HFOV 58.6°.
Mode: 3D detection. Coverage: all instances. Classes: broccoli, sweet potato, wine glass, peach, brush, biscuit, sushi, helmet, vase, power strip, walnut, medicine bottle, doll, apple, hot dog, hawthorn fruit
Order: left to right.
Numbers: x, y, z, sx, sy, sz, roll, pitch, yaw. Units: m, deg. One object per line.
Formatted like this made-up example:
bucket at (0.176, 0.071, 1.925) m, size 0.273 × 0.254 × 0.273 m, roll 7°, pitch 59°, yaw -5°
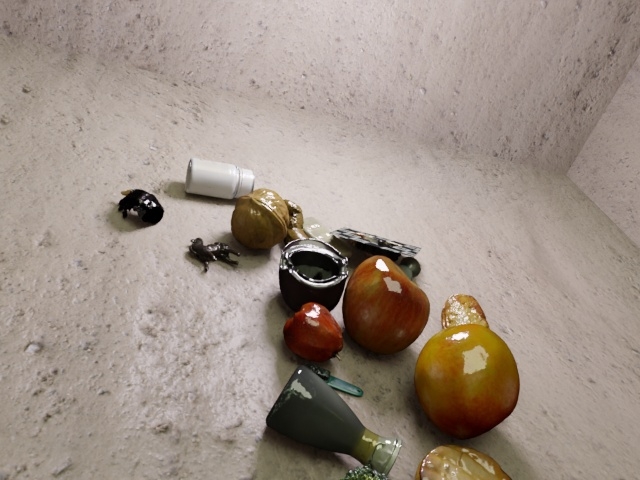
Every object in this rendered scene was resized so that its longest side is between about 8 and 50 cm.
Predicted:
doll at (-0.372, 0.036, 1.944) m, size 0.139 × 0.057 × 0.165 m, roll -12°, pitch 39°, yaw -38°
medicine bottle at (-0.399, -0.240, 2.266) m, size 0.258 × 0.143 × 0.143 m, roll 8°, pitch 34°, yaw -19°
walnut at (-0.217, -0.078, 2.042) m, size 0.228 × 0.228 × 0.228 m, roll 15°, pitch 32°, yaw -9°
sweet potato at (-0.081, -0.019, 2.128) m, size 0.098 × 0.124 × 0.310 m, roll 14°, pitch 39°, yaw -56°
helmet at (-0.029, 0.133, 1.876) m, size 0.225 × 0.177 × 0.305 m, roll 6°, pitch 24°, yaw -5°
hawthorn fruit at (-0.022, 0.278, 1.689) m, size 0.179 × 0.173 × 0.173 m, roll 39°, pitch 25°, yaw -22°
power strip at (0.000, 0.000, 2.199) m, size 0.105 × 0.070 × 0.257 m, roll -15°, pitch 45°, yaw -45°
brush at (0.036, 0.399, 1.639) m, size 0.193 × 0.032 × 0.043 m, roll 20°, pitch 31°, yaw 2°
vase at (0.036, 0.468, 1.425) m, size 0.321 × 0.173 × 0.173 m, roll 32°, pitch 33°, yaw 6°
broccoli at (0.111, 0.603, 1.292) m, size 0.155 × 0.167 × 0.160 m, roll 8°, pitch 47°, yaw 41°
sushi at (0.214, 0.034, 2.228) m, size 0.339 × 0.068 × 0.320 m, roll 16°, pitch 9°, yaw 11°
apple at (0.195, 0.218, 1.819) m, size 0.302 × 0.301 × 0.301 m, roll 15°, pitch 32°, yaw -9°
wine glass at (0.302, 0.134, 2.144) m, size 0.093 × 0.093 × 0.202 m, roll 31°, pitch 33°, yaw 17°
peach at (0.414, 0.403, 1.625) m, size 0.308 × 0.307 × 0.332 m, roll 22°, pitch 47°, yaw 1°
hot dog at (0.514, 0.300, 1.997) m, size 0.175 × 0.114 × 0.259 m, roll 10°, pitch 30°, yaw -8°
biscuit at (0.363, 0.639, 1.393) m, size 0.296 × 0.102 × 0.296 m, roll 18°, pitch 29°, yaw -10°

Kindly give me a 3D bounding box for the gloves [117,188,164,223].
gloves at (-0.639, -0.137, 2.004) m, size 0.181 × 0.106 × 0.129 m, roll 37°, pitch 37°, yaw 18°
